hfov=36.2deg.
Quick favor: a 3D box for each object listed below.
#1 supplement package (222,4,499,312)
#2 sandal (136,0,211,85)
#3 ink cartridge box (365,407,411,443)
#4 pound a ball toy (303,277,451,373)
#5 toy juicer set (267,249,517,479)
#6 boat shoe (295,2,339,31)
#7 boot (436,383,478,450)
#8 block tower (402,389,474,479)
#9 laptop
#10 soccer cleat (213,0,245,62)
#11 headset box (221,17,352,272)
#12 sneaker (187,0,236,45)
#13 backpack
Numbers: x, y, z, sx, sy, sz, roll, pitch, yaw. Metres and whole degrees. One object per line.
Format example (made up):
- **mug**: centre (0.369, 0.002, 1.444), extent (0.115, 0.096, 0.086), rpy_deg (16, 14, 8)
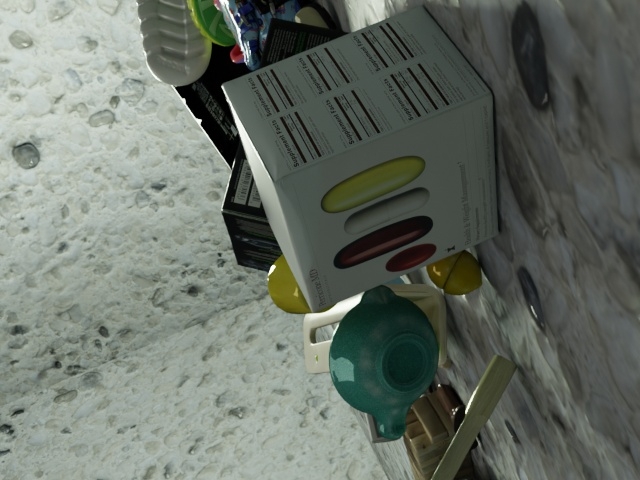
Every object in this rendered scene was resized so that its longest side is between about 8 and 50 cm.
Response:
- **supplement package**: centre (0.043, -0.074, 0.927), extent (0.194, 0.203, 0.149), rpy_deg (74, 171, -49)
- **sandal**: centre (-0.256, -0.484, 1.775), extent (0.102, 0.169, 0.416), rpy_deg (7, -92, -76)
- **ink cartridge box**: centre (0.116, 0.206, 1.790), extent (0.239, 0.060, 0.275), rpy_deg (-15, -88, -71)
- **pound a ball toy**: centre (0.104, 0.129, 1.473), extent (0.319, 0.208, 0.135), rpy_deg (151, 119, -71)
- **toy juicer set**: centre (0.102, 0.106, 1.090), extent (0.329, 0.209, 0.089), rpy_deg (57, 161, -18)
- **boat shoe**: centre (0.013, -0.254, 1.305), extent (0.133, 0.049, 0.042), rpy_deg (60, -151, -15)
- **boot**: centre (0.205, 0.253, 1.512), extent (0.114, 0.037, 0.106), rpy_deg (-113, 6, -48)
- **block tower**: centre (0.214, 0.408, 1.710), extent (0.097, 0.091, 0.335), rpy_deg (-119, 9, -50)
- **laptop**: centre (-0.110, -0.250, 1.905), extent (0.382, 0.236, 0.408), rpy_deg (53, 131, 29)
- **soccer cleat**: centre (-0.123, -0.419, 1.515), extent (0.108, 0.116, 0.318), rpy_deg (-120, 9, -50)
- **headset box**: centre (-0.023, -0.095, 1.225), extent (0.283, 0.131, 0.246), rpy_deg (94, -171, -75)
- **sneaker**: centre (-0.157, -0.441, 1.619), extent (0.295, 0.124, 0.109), rpy_deg (82, -158, -48)
- **backpack**: centre (-0.061, -0.301, 1.424), extent (0.173, 0.117, 0.158), rpy_deg (63, 174, 10)
